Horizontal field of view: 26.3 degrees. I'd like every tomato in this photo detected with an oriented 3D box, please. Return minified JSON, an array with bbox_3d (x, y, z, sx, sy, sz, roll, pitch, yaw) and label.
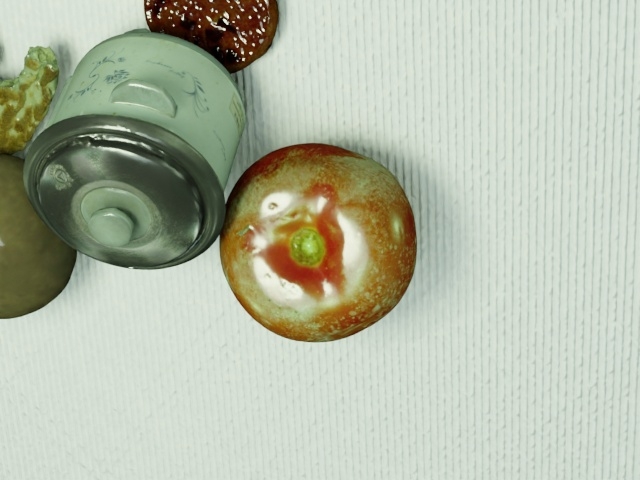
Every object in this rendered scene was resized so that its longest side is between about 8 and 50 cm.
[{"bbox_3d":[0.000,0.000,1.852,0.270,0.222,0.270,1,93,11],"label":"tomato"}]

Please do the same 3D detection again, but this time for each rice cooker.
[{"bbox_3d":[-0.239,-0.110,1.799,0.264,0.316,0.317,15,116,-3],"label":"rice cooker"}]

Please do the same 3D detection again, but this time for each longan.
[{"bbox_3d":[-0.468,0.002,1.966,0.246,0.215,0.246,0,91,6],"label":"longan"}]

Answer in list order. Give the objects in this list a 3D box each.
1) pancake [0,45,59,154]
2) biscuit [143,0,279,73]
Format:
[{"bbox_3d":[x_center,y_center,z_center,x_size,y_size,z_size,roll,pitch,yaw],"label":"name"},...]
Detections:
[{"bbox_3d":[-0.516,-0.200,1.955,0.376,0.054,0.197,-12,132,25],"label":"pancake"},{"bbox_3d":[-0.147,-0.310,1.849,0.192,0.049,0.192,8,115,18],"label":"biscuit"}]
